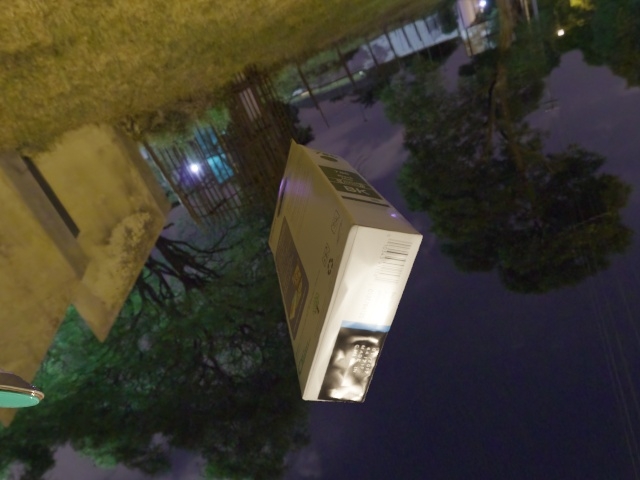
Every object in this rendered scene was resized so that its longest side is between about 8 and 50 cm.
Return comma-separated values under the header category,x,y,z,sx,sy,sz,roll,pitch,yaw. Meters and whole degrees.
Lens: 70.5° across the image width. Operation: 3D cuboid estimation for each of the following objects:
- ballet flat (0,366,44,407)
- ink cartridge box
category,x,y,z,sx,sy,sz,roll,pitch,yaw
ballet flat,-0.535,0.217,0.692,0.213,0.072,0.068,0,-131,-9
ink cartridge box,0.000,0.000,0.501,0.065,0.165,0.333,8,-158,-16
